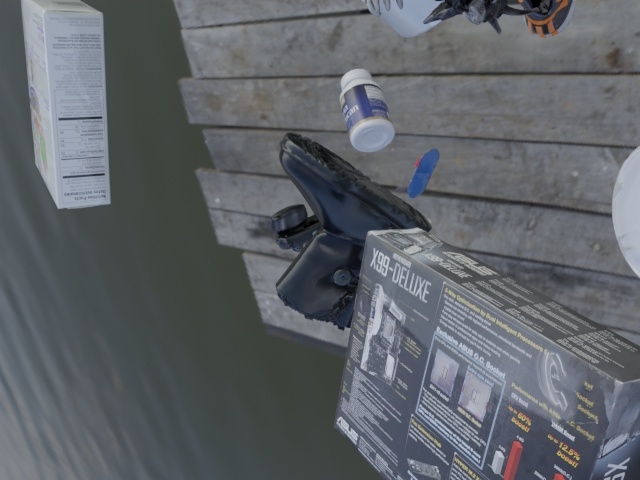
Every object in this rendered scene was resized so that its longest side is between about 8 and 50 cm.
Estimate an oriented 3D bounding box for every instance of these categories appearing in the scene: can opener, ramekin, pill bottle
[{"bbox_3d":[0.001,-0.031,1.130,0.059,0.186,0.073,46,142,40],"label":"can opener"},{"bbox_3d":[0.619,-0.043,1.070,0.273,0.127,0.272,171,90,-72],"label":"ramekin"},{"bbox_3d":[0.093,-0.279,1.397,0.094,0.094,0.169,-53,41,47],"label":"pill bottle"}]

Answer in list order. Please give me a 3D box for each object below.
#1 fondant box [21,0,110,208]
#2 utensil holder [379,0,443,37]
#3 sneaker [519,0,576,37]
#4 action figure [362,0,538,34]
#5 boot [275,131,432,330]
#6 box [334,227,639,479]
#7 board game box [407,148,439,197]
[{"bbox_3d":[-0.453,-0.253,1.172,0.238,0.096,0.330,40,130,50],"label":"fondant box"},{"bbox_3d":[0.176,-0.724,1.547,0.386,0.327,0.328,38,145,-25],"label":"utensil holder"},{"bbox_3d":[0.435,-0.549,1.206,0.125,0.180,0.320,6,93,24],"label":"sneaker"},{"bbox_3d":[0.109,-0.289,0.651,0.276,0.140,0.164,41,146,-24],"label":"action figure"},{"bbox_3d":[0.000,0.000,0.880,0.247,0.094,0.207,31,107,-25],"label":"boot"},{"bbox_3d":[0.137,0.151,0.614,0.307,0.077,0.242,34,121,52],"label":"box"},{"bbox_3d":[0.306,-0.213,2.035,0.033,0.133,0.168,31,111,27],"label":"board game box"}]
